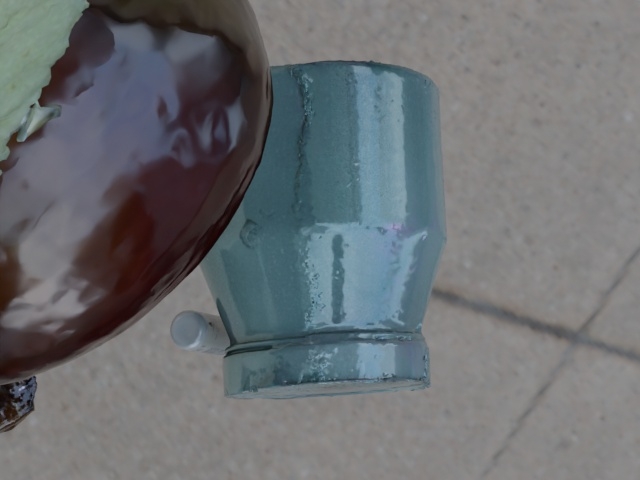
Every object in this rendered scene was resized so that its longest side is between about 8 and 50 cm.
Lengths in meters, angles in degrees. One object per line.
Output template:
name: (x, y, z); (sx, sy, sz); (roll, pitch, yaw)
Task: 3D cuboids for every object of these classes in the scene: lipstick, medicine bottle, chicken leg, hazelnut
lipstick: (-0.106, 0.093, 1.595); (0.040, 0.040, 0.141); (-50, 162, 7)
medicine bottle: (0.000, 0.000, 1.518); (0.245, 0.245, 0.290); (5, 78, -37)
chicken leg: (-0.332, 0.148, 1.438); (0.093, 0.304, 0.113); (52, 52, -13)
hazelnut: (-0.242, -0.096, 1.180); (0.421, 0.421, 0.353); (-39, 154, -4)

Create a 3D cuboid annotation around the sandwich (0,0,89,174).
sandwich: (-0.235, -0.105, 0.695); (0.262, 0.131, 0.325); (-41, 157, -7)
